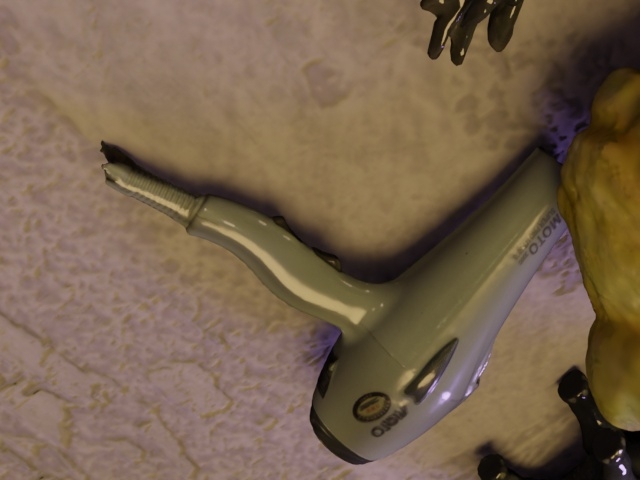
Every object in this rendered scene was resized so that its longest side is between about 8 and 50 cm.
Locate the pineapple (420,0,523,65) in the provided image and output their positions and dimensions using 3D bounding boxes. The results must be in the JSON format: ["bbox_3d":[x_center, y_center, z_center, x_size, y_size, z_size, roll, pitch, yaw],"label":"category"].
[{"bbox_3d":[0.184,-0.195,0.407,0.340,0.169,0.169,-26,122,18],"label":"pineapple"}]

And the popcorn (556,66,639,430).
[{"bbox_3d":[0.242,-0.005,0.484,0.233,0.192,0.266,16,104,-37],"label":"popcorn"}]

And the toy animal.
[{"bbox_3d":[0.225,0.158,0.675,0.269,0.082,0.137,-41,121,15],"label":"toy animal"}]

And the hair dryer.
[{"bbox_3d":[0.037,-0.011,0.558,0.229,0.092,0.267,-35,110,8],"label":"hair dryer"}]
